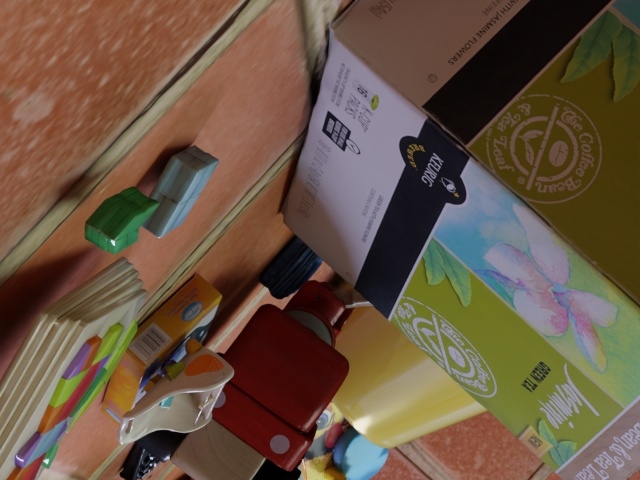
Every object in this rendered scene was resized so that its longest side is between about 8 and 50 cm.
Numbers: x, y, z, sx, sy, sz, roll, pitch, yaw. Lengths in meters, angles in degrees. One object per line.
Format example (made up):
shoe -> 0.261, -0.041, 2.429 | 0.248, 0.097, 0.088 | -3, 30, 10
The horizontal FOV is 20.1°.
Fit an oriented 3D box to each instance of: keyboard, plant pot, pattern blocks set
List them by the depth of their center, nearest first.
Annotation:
pattern blocks set -> -0.157, 0.101, 0.965 | 0.325, 0.026, 0.285 | -60, 176, 25
keyboard -> -0.113, 0.155, 1.643 | 0.180, 0.023, 0.108 | -41, 169, -38
plant pot -> 0.122, 0.084, 1.834 | 0.239, 0.254, 0.254 | -36, 175, 15

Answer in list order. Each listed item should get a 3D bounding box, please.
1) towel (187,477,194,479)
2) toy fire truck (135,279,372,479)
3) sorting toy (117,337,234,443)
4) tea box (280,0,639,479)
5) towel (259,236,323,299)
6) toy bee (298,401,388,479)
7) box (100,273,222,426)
towel -> -0.170, 0.324, 2.086 | 0.199, 0.031, 0.275 | -53, 172, 18
toy fire truck -> 0.000, 0.091, 1.405 | 0.246, 0.158, 0.217 | -54, 180, 7
sorting toy -> -0.107, 0.111, 1.242 | 0.075, 0.045, 0.083 | -34, 166, -28
tea box -> 0.171, -0.035, 1.209 | 0.220, 0.323, 0.329 | -46, 170, -18
towel -> 0.000, 0.000, 1.494 | 0.119, 0.029, 0.067 | -49, 172, 2
toy bee -> -0.014, 0.229, 2.113 | 0.162, 0.298, 0.195 | -7, -178, -33
box -> -0.116, 0.085, 1.294 | 0.081, 0.028, 0.136 | -44, 168, -28
